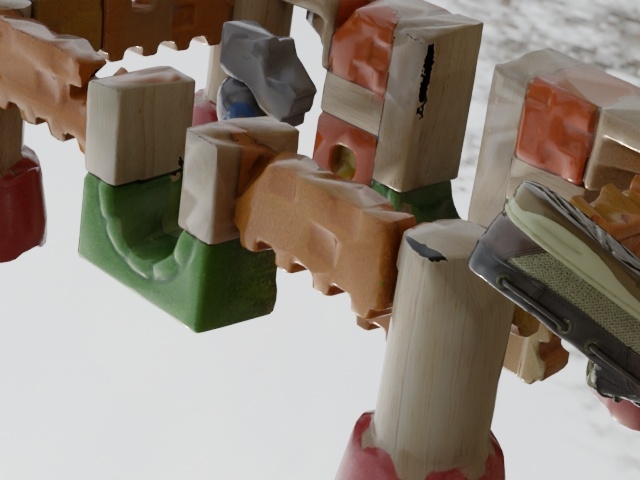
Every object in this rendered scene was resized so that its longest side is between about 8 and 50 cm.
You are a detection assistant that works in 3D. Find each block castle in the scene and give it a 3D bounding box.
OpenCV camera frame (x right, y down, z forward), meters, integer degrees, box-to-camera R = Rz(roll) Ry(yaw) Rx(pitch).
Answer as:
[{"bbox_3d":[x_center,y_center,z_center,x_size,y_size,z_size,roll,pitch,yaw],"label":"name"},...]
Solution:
[{"bbox_3d":[0.000,0.000,0.936,0.303,0.453,0.213,-17,-56,-42],"label":"block castle"}]

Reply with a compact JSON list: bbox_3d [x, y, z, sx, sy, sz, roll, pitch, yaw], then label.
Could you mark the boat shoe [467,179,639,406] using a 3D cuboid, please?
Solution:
[{"bbox_3d":[0.125,0.040,0.653,0.049,0.152,0.056,-47,0,19],"label":"boat shoe"}]
